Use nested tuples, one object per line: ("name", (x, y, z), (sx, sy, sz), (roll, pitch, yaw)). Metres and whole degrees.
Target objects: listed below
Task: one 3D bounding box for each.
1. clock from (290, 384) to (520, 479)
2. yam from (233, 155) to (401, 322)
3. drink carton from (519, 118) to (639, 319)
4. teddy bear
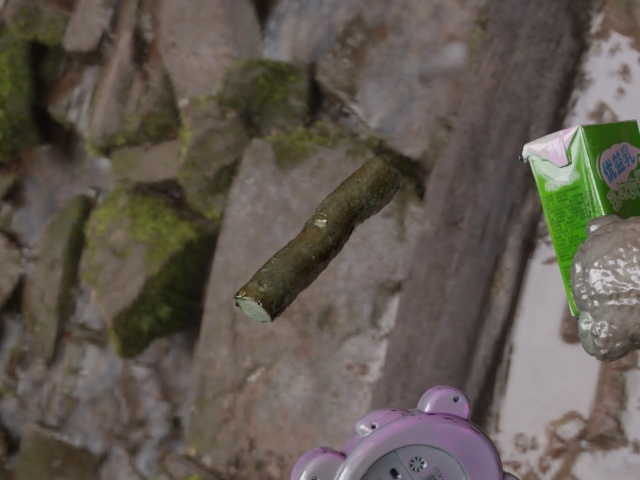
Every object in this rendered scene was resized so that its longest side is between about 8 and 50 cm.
("clock", (0.113, 0.315, 1.630), (0.248, 0.090, 0.228), (-33, 96, -8))
("yam", (0.000, 0.000, 1.462), (0.061, 0.061, 0.253), (11, 48, 45))
("drink carton", (0.399, -0.028, 1.844), (0.108, 0.161, 0.271), (-20, 82, 44))
("teddy bear", (0.375, 0.040, 1.246), (0.267, 0.236, 0.151), (-1, 95, 27))
